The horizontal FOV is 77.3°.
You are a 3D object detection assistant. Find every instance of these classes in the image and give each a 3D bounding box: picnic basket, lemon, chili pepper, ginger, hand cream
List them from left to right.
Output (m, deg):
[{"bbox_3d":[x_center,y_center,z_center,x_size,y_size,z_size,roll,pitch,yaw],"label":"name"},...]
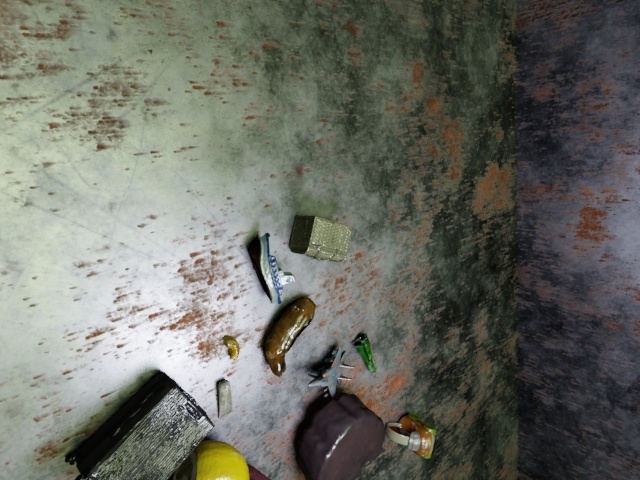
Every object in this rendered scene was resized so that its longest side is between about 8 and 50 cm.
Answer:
[{"bbox_3d":[-0.344,0.778,1.289,0.219,0.240,0.240,24,81,-29],"label":"lemon"},{"bbox_3d":[-0.333,0.554,1.405,0.061,0.039,0.143,-16,116,-43],"label":"hand cream"},{"bbox_3d":[-0.119,0.341,1.500,0.309,0.107,0.133,-55,148,-20],"label":"ginger"},{"bbox_3d":[0.000,0.000,1.524,0.196,0.134,0.154,15,84,-39],"label":"picnic basket"},{"bbox_3d":[0.217,0.525,1.824,0.088,0.059,0.227,-44,123,-31],"label":"chili pepper"}]

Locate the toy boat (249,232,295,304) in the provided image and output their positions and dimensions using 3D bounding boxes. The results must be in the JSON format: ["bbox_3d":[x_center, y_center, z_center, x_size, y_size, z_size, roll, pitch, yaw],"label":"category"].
[{"bbox_3d":[-0.164,0.101,1.413,0.115,0.114,0.262,-26,109,-20],"label":"toy boat"}]

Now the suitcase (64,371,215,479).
[{"bbox_3d":[-0.518,0.592,1.189,0.335,0.152,0.229,-46,123,-27],"label":"suitcase"}]

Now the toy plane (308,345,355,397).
[{"bbox_3d":[0.025,0.546,1.625,0.326,0.104,0.222,10,90,-55],"label":"toy plane"}]

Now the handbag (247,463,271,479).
[{"bbox_3d":[-0.252,0.894,1.392,0.135,0.225,0.146,14,86,-47],"label":"handbag"}]

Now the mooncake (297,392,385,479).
[{"bbox_3d":[0.083,0.821,1.649,0.381,0.212,0.350,-8,115,-41],"label":"mooncake"}]

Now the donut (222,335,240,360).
[{"bbox_3d":[-0.309,0.378,1.391,0.067,0.038,0.083,13,86,-42],"label":"donut"}]

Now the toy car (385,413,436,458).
[{"bbox_3d":[0.429,0.958,1.967,0.235,0.235,0.145,14,87,-39],"label":"toy car"}]
